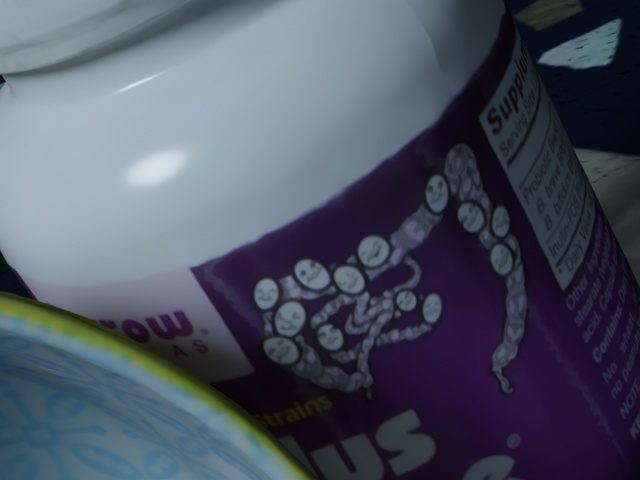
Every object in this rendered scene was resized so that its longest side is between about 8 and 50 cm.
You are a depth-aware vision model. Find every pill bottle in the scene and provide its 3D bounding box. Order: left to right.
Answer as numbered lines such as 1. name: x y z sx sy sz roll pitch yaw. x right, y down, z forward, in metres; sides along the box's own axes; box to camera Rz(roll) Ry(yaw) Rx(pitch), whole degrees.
1. pill bottle: 0.000 0.000 0.459 0.169 0.301 0.169 -24 28 14

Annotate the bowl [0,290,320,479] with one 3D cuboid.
1. bowl: -0.116 0.141 0.397 0.289 0.289 0.156 -33 11 -3
